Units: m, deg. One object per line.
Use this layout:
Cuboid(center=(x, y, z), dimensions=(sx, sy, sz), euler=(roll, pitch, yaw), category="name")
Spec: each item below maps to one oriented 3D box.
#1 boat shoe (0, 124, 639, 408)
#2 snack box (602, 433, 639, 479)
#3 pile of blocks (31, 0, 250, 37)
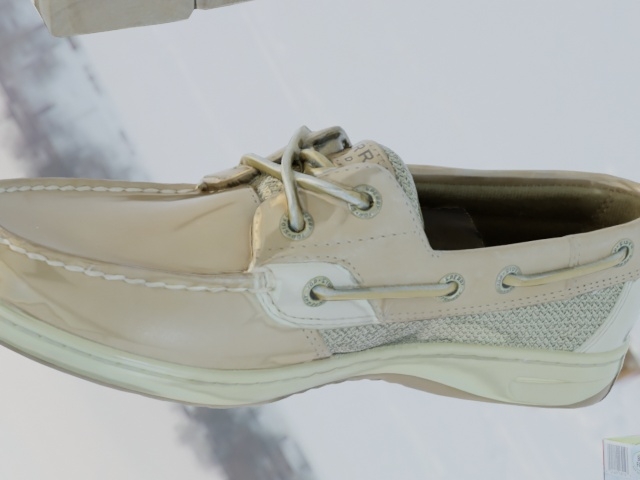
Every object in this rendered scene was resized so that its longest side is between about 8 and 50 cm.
Cuboid(center=(0.000, 0.000, 0.717), dimensions=(0.109, 0.302, 0.098), euler=(-121, 44, -53), category="boat shoe")
Cuboid(center=(0.244, 0.134, 1.065), dimensions=(0.141, 0.100, 0.037), euler=(-178, 84, -65), category="snack box")
Cuboid(center=(0.027, -0.217, 0.505), dimensions=(0.149, 0.362, 0.112), euler=(42, -172, -39), category="pile of blocks")
